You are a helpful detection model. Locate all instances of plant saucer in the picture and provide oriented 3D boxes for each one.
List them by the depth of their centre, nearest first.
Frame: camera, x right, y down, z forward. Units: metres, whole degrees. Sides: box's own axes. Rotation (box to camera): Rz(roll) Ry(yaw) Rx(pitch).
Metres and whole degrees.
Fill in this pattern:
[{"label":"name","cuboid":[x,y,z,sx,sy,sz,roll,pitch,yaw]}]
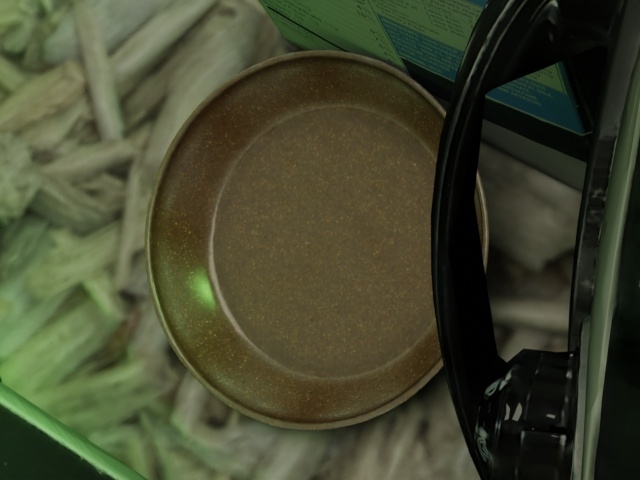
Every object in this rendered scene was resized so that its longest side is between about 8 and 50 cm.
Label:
[{"label":"plant saucer","cuboid":[0.000,0.000,0.816,0.199,0.036,0.198,-1,87,25]}]

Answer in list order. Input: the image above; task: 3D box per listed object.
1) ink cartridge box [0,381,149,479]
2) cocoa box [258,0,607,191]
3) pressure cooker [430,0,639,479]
[{"label":"ink cartridge box","cuboid":[-0.220,0.126,0.713,0.175,0.371,0.069,-54,22,-5]},{"label":"cocoa box","cuboid":[0.123,-0.244,0.777,0.231,0.228,0.347,29,82,24]},{"label":"pressure cooker","cuboid":[0.246,0.022,0.556,0.420,0.375,0.369,7,85,15]}]
